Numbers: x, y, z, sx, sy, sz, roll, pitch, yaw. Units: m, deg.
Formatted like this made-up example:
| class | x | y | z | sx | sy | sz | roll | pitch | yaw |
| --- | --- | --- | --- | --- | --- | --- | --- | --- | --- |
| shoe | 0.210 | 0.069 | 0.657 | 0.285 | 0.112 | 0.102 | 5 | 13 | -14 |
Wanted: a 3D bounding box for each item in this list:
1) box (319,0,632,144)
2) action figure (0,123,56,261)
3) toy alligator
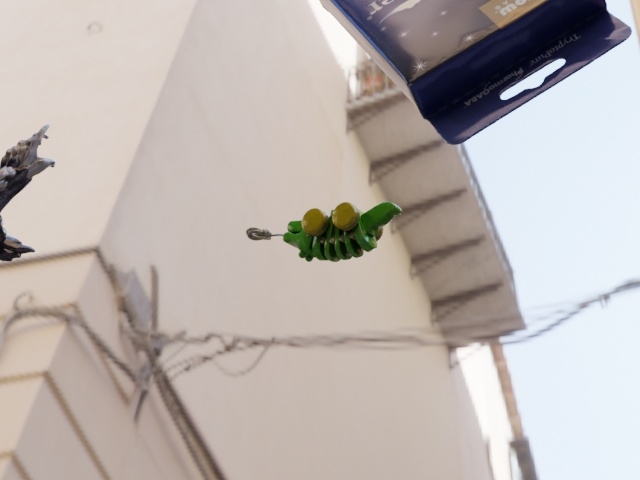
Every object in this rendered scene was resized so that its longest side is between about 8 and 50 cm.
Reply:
| class | x | y | z | sx | sy | sz | roll | pitch | yaw |
| --- | --- | --- | --- | --- | --- | --- | --- | --- | --- |
| box | 0.091 | -0.157 | 0.830 | 0.136 | 0.225 | 0.036 | -32 | -51 | -1 |
| action figure | -0.340 | -0.080 | 1.206 | 0.164 | 0.141 | 0.276 | 23 | -33 | 15 |
| toy alligator | 0.000 | 0.000 | 1.306 | 0.189 | 0.051 | 0.056 | -11 | -25 | 32 |
